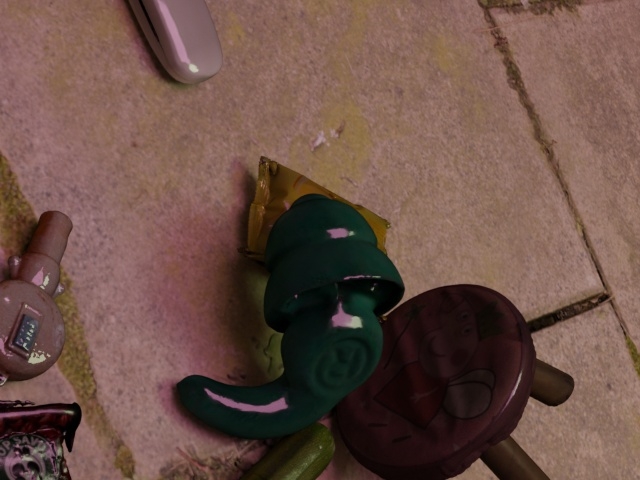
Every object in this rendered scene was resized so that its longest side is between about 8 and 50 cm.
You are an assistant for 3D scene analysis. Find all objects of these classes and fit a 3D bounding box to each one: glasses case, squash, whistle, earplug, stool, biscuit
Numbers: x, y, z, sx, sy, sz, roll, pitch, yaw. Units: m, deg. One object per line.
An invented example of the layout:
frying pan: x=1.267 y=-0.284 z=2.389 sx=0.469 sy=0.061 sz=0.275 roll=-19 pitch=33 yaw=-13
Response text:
glasses case: x=-0.195 y=-0.307 z=1.832 sx=0.092 sy=0.059 sz=0.233 roll=-22 pitch=85 yaw=-49
squash: x=-0.057 y=0.279 z=1.667 sx=0.229 sy=0.066 sz=0.066 roll=-35 pitch=95 yaw=-46
whistle: x=-0.308 y=0.060 z=1.540 sx=0.107 sy=0.057 sz=0.220 roll=35 pitch=47 yaw=-25
earplug: x=-0.025 y=0.084 z=1.697 sx=0.164 sy=0.257 sz=0.280 roll=36 pitch=45 yaw=-58
stool: x=0.173 y=0.206 z=1.799 sx=0.178 sy=0.272 sz=0.272 roll=47 pitch=43 yaw=-35
biscuit: x=-0.291 y=0.269 z=1.443 sx=0.151 sy=0.063 sz=0.235 roll=4 pitch=65 yaw=-44

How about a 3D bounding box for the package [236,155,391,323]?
package: x=0.000 y=0.000 z=1.837 sx=0.226 sy=0.090 sz=0.168 roll=24 pitch=52 yaw=-24
